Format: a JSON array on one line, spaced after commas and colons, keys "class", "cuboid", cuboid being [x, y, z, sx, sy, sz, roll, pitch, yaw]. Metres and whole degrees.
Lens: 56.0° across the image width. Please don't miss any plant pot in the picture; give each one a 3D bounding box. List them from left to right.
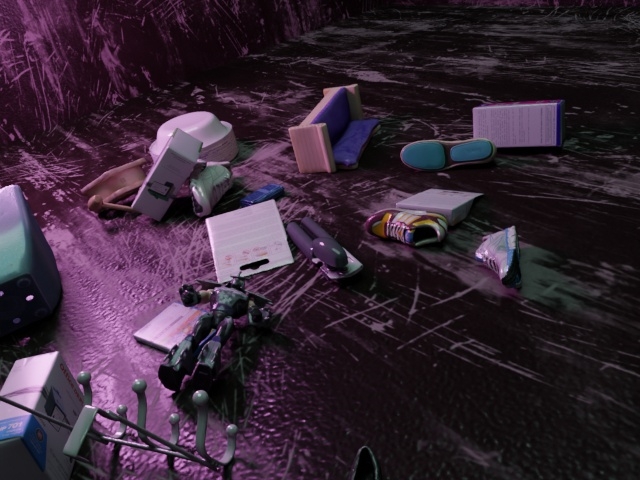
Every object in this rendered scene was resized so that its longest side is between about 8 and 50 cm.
[{"class": "plant pot", "cuboid": [-0.729, 0.074, 1.357, 0.247, 0.247, 0.252, -26, 50, -21]}]

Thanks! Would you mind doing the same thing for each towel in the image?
[{"class": "towel", "cuboid": [-0.161, -0.123, 1.660, 0.119, 0.029, 0.067, -34, 35, -31]}]

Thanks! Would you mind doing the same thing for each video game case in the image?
[{"class": "video game case", "cuboid": [-0.277, 0.178, 1.205, 0.166, 0.015, 0.119, 10, 37, 36]}]

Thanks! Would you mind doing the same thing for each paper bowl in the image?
[{"class": "paper bowl", "cuboid": [-0.428, -0.330, 2.008, 0.285, 0.148, 0.284, -10, 31, 6]}]

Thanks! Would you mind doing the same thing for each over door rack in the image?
[{"class": "over door rack", "cuboid": [-0.288, 0.236, 0.825, 0.240, 0.324, 0.108, 1, 70, 25]}]

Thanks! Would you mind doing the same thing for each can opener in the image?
[{"class": "can opener", "cuboid": [0.000, 0.000, 1.315, 0.076, 0.095, 0.283, -22, 31, -16]}]

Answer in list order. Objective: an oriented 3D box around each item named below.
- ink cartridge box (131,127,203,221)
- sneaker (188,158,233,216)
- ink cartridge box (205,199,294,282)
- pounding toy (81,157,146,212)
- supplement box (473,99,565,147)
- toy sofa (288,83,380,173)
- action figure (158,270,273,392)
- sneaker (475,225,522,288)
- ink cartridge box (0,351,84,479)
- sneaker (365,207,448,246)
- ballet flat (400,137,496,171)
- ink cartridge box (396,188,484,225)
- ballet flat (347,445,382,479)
[{"class": "ink cartridge box", "cuboid": [-0.430, -0.185, 1.697, 0.219, 0.093, 0.160, -53, 20, 23]}, {"class": "sneaker", "cuboid": [-0.310, -0.161, 1.721, 0.119, 0.110, 0.292, -4, 31, -4]}, {"class": "ink cartridge box", "cuboid": [-0.168, 0.011, 1.433, 0.181, 0.056, 0.224, -16, 48, -5]}, {"class": "pounding toy", "cuboid": [-0.603, -0.127, 1.810, 0.154, 0.154, 0.269, -27, 6, 39]}, {"class": "supplement box", "cuboid": [0.524, -0.307, 1.592, 0.220, 0.113, 0.111, 1, 18, 26]}, {"class": "toy sofa", "cuboid": [0.055, -0.348, 1.837, 0.177, 0.150, 0.362, -1, 32, 22]}, {"class": "action figure", "cuboid": [-0.191, 0.151, 1.122, 0.186, 0.099, 0.285, 7, 39, 12]}, {"class": "sneaker", "cuboid": [0.339, 0.038, 1.151, 0.083, 0.071, 0.190, -9, 21, 20]}, {"class": "ink cartridge box", "cuboid": [-0.445, 0.292, 0.950, 0.082, 0.139, 0.190, -14, 30, 2]}, {"class": "sneaker", "cuboid": [0.181, -0.026, 1.312, 0.186, 0.069, 0.084, -2, 26, 21]}, {"class": "ballet flat", "cuboid": [0.342, -0.228, 1.601, 0.249, 0.086, 0.086, 2, 33, 22]}, {"class": "ink cartridge box", "cuboid": [0.282, -0.081, 1.415, 0.146, 0.045, 0.179, 10, 19, 36]}, {"class": "ballet flat", "cuboid": [0.047, 0.339, 0.758, 0.058, 0.049, 0.173, -8, 30, 12]}]
